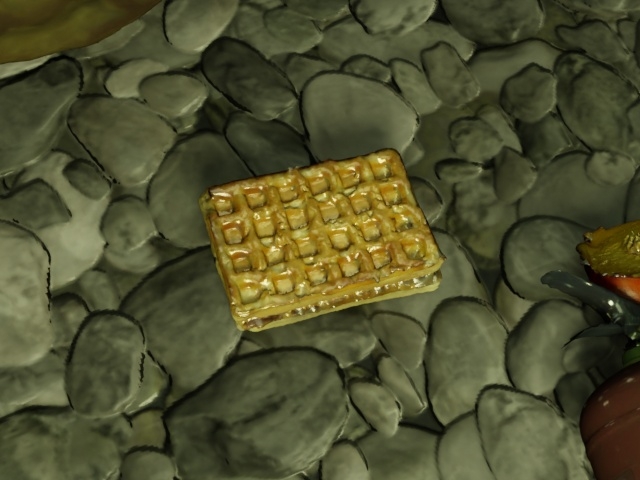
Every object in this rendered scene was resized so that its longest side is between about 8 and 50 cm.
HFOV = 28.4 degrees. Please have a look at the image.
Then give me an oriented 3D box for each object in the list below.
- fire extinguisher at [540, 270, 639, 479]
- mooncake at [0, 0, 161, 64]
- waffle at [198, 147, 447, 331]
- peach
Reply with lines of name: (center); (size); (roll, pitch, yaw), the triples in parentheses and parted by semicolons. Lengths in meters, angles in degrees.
fire extinguisher: (0.225, 0.171, 0.729); (0.135, 0.114, 0.337); (10, 53, -38)
mooncake: (-0.209, -0.241, 0.828); (0.285, 0.284, 0.155); (-16, 64, -15)
waffle: (0.000, 0.000, 0.848); (0.148, 0.042, 0.102); (-13, 64, -13)
peach: (0.219, 0.023, 0.842); (0.098, 0.061, 0.098); (-15, 20, 6)
